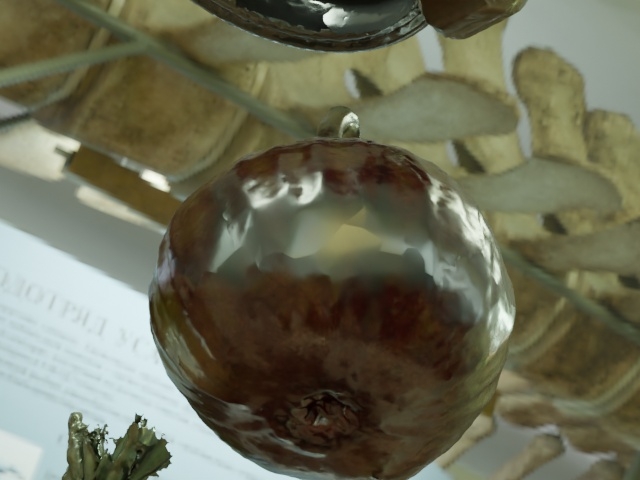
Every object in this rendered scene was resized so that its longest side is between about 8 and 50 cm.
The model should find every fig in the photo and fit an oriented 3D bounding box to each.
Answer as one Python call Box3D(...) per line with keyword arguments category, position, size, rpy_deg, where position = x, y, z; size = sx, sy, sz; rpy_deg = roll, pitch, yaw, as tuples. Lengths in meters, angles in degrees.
Box3D(category="fig", position=(0.000, 0.000, 0.785), size=(0.216, 0.321, 0.217), rpy_deg=(-2, -56, -3))

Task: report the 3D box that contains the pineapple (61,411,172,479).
Box3D(category="pineapple", position=(-0.228, 0.325, 1.067), size=(0.175, 0.361, 0.175), rpy_deg=(6, -22, 2))

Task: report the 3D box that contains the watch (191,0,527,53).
Box3D(category="watch", position=(-0.007, -0.303, 0.820), size=(0.326, 0.314, 0.335), rpy_deg=(-3, -39, 39))
